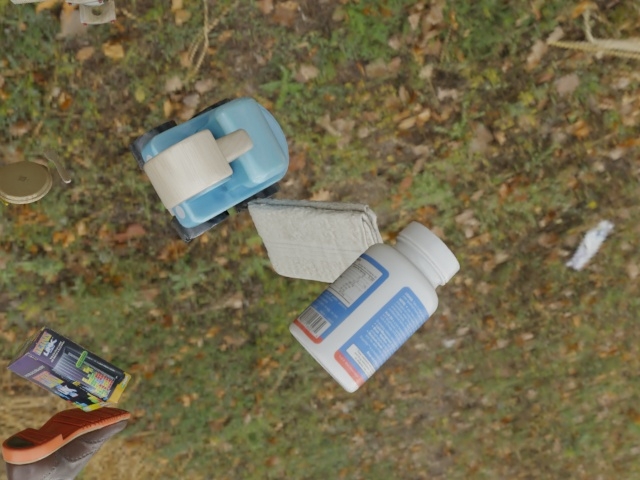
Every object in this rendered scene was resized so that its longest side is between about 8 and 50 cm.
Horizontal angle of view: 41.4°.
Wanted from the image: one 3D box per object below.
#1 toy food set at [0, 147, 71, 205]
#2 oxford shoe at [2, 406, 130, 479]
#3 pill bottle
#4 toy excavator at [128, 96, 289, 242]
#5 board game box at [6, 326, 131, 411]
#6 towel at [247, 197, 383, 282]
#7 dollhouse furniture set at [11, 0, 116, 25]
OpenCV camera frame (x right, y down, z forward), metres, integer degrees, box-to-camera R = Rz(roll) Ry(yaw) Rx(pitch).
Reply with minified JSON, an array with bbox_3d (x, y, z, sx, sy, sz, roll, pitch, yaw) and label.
[{"bbox_3d":[-0.652,-0.126,1.856,0.192,0.132,0.038,-23,148,-25],"label":"toy food set"},{"bbox_3d":[-0.432,0.355,1.457,0.097,0.098,0.271,5,-171,30],"label":"oxford shoe"},{"bbox_3d":[0.076,0.083,1.121,0.221,0.124,0.124,-43,148,-7],"label":"pill bottle"},{"bbox_3d":[-0.185,-0.151,1.512,0.433,0.222,0.445,-32,-175,-37],"label":"toy excavator"},{"bbox_3d":[-0.367,0.190,1.225,0.141,0.048,0.170,33,152,-17],"label":"board game box"},{"bbox_3d":[0.000,0.000,1.630,0.282,0.049,0.187,6,132,33],"label":"towel"},{"bbox_3d":[-0.469,-0.456,1.496,0.183,0.129,0.129,-6,178,-3],"label":"dollhouse furniture set"}]
